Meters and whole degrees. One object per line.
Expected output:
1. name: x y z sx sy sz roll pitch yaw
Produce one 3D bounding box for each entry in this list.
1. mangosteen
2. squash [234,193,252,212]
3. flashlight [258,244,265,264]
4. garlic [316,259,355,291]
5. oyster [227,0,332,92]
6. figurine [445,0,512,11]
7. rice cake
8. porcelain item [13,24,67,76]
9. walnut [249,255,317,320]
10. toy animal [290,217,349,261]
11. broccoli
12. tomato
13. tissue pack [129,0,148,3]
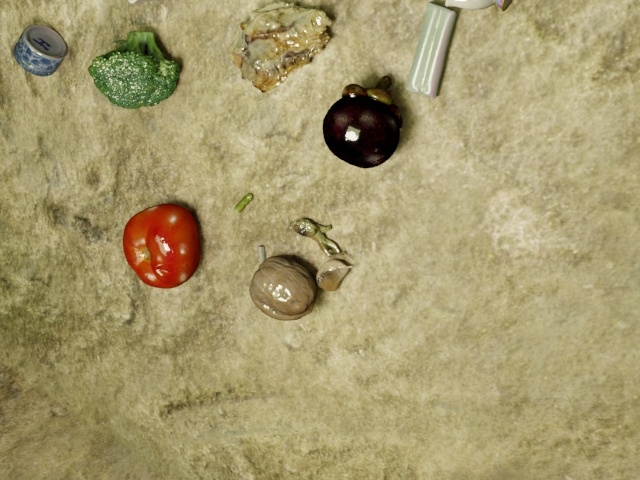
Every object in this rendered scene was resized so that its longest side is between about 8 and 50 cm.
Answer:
1. mangosteen: 0.118 -0.313 1.589 0.211 0.211 0.250 26 92 18
2. squash: -0.246 -0.123 1.979 0.027 0.027 0.083 49 126 3
3. flashlight: -0.192 0.056 2.033 0.018 0.018 0.083 7 115 26
4. garlic: 0.039 0.096 1.894 0.084 0.066 0.152 21 129 -11
5. oyster: -0.130 -0.540 1.678 0.354 0.107 0.201 -25 101 36
6. figurine: 0.315 -0.613 1.365 0.263 0.142 0.190 33 92 16
7. rice cake: 0.274 -0.465 1.512 0.080 0.042 0.222 24 121 21
8. porcelain item: -0.951 -0.641 2.086 0.114 0.147 0.147 -35 91 37
9. walnut: -0.110 0.151 1.923 0.224 0.224 0.224 12 117 25
10. toy animal: 0.006 -0.007 1.862 0.219 0.069 0.086 40 147 15
11. broccoli: -0.573 -0.523 1.890 0.269 0.261 0.242 -162 80 -66
12. tomato: -0.524 0.009 2.079 0.298 0.226 0.299 18 123 30
13. tissue pack: -0.501 -0.821 1.738 0.159 0.136 0.246 -13 108 37
